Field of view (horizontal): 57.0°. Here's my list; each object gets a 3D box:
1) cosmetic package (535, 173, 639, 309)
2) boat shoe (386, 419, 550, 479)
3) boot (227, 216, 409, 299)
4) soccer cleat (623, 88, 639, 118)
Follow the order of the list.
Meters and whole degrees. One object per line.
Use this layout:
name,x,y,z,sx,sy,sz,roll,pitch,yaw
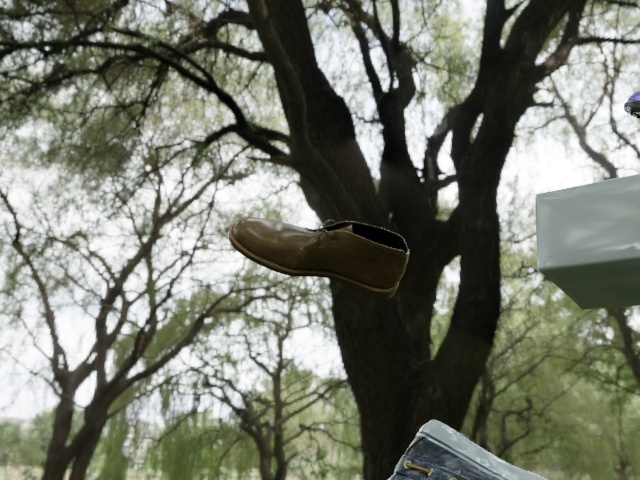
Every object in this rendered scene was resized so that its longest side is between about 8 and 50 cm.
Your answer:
cosmetic package,0.484,0.006,0.917,0.224,0.138,0.224,-11,-26,36
boat shoe,0.125,0.208,0.429,0.183,0.083,0.065,16,-36,51
boot,0.000,0.000,0.987,0.305,0.112,0.115,15,-47,-5
soccer cleat,0.558,-0.210,0.754,0.108,0.117,0.318,3,2,-36
